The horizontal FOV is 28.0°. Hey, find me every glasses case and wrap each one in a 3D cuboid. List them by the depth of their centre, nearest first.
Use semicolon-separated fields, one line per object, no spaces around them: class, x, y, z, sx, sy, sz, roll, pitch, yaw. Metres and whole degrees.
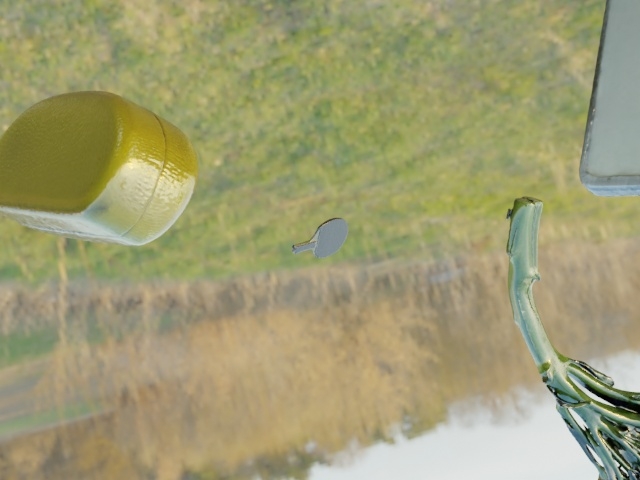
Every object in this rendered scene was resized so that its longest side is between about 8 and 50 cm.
glasses case;-0.277;-0.087;1.584;0.141;0.173;0.371;27;168;-35

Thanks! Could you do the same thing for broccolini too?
broccolini;0.220;0.079;0.961;0.123;0.271;0.062;-27;-165;-5

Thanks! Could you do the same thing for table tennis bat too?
table tennis bat;0.000;0.000;1.455;0.083;0.050;0.007;-19;-139;-40

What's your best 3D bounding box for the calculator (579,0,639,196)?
calculator;0.210;-0.139;0.602;0.161;0.262;0.021;-1;160;36
